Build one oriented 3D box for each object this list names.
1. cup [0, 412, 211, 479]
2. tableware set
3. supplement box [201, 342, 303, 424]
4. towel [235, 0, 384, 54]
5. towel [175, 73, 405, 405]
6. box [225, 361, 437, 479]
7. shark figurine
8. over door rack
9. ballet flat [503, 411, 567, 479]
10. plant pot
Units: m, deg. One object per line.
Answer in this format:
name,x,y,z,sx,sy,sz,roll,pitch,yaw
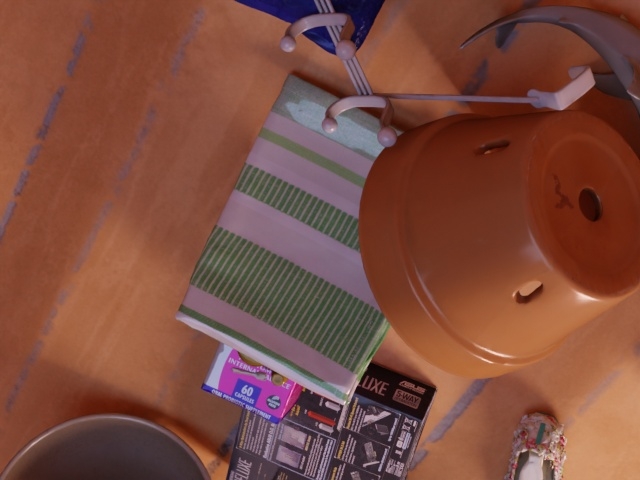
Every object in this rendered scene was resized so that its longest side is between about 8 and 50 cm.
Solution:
cup,-0.314,0.453,1.999,0.331,0.331,0.237,22,152,9
tableware set,-0.043,0.102,1.631,0.104,0.024,0.154,15,100,5
supplement box,-0.051,0.103,1.701,0.111,0.114,0.220,24,101,7
towel,0.002,-0.369,1.444,0.228,0.076,0.308,27,128,-5
towel,0.000,0.000,1.588,0.248,0.038,0.325,26,90,5
box,0.005,0.290,1.872,0.242,0.076,0.307,21,127,10
shark figurine,0.302,-0.184,1.410,0.278,0.116,0.166,34,127,-3
over door rack,0.081,-0.221,1.364,0.324,0.108,0.239,-2,127,40
ballet flat,0.277,0.334,1.785,0.091,0.077,0.241,7,125,18
plant pot,0.215,-0.012,1.418,0.291,0.291,0.203,51,143,-14
